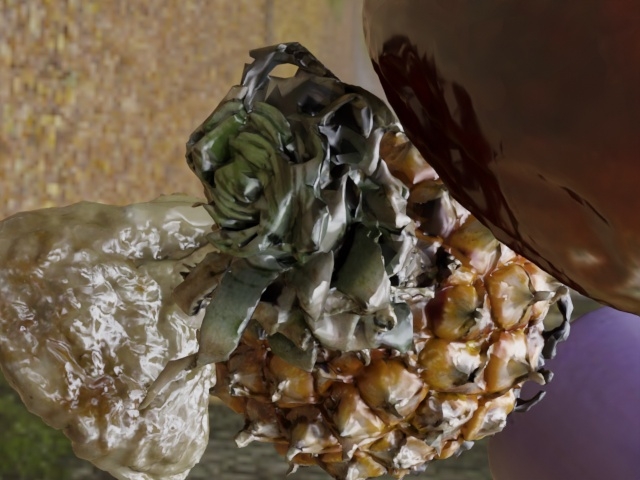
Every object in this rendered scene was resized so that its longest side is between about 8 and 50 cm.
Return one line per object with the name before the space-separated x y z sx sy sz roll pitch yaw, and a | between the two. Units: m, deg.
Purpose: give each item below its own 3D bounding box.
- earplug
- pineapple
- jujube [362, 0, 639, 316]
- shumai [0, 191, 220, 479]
earplug | 0.337 0.248 1.114 0.456 0.215 0.215 45 -37 46
pineapple | 0.000 0.000 0.845 0.271 0.262 0.263 44 48 -66
jujube | 0.145 -0.091 0.678 0.318 0.223 0.223 36 -52 56
shumai | -0.155 0.048 1.376 0.314 0.262 0.267 43 18 -28
